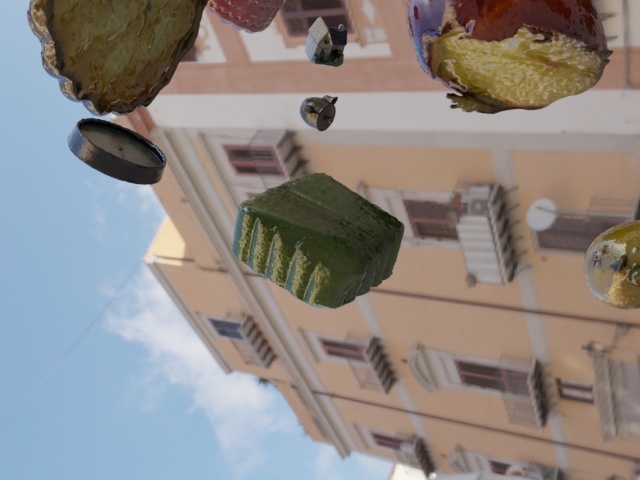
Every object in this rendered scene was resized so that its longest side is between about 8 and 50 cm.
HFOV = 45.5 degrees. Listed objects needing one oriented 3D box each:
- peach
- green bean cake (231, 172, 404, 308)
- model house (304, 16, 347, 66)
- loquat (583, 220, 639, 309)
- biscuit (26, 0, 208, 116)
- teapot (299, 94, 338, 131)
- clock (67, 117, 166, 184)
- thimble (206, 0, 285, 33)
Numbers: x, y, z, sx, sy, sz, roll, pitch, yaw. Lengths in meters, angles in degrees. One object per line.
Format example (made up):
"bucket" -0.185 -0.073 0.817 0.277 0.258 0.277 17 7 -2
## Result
"peach" 0.398 -0.441 1.591 0.416 0.339 0.353 43 -109 -3
"green bean cake" 0.000 0.000 1.285 0.222 0.248 0.125 -28 -40 -45
"model house" 0.023 -0.526 2.022 0.100 0.088 0.100 2 -51 -23
"loquat" 0.539 0.044 1.306 0.204 0.172 0.149 -17 -90 -66
"biscuit" -0.263 -0.329 1.014 0.329 0.078 0.335 -65 -19 2
"teapot" -0.011 -0.288 1.655 0.110 0.080 0.085 10 -71 -61
"clock" -0.374 -0.168 1.418 0.184 0.184 0.040 -8 -48 -59
"thimble" -0.176 -0.569 1.730 0.189 0.125 0.163 27 -139 -20
